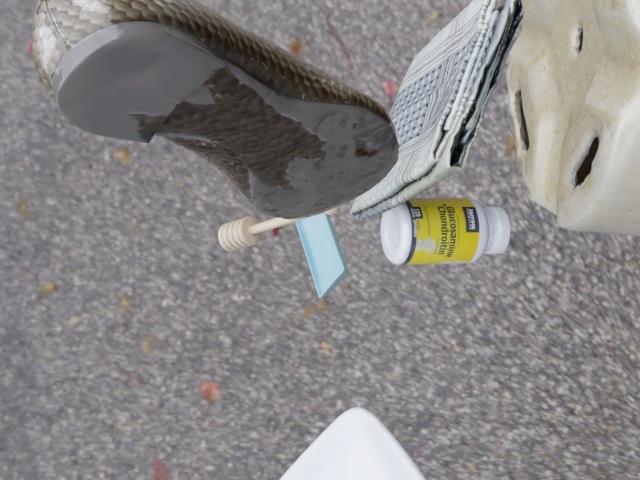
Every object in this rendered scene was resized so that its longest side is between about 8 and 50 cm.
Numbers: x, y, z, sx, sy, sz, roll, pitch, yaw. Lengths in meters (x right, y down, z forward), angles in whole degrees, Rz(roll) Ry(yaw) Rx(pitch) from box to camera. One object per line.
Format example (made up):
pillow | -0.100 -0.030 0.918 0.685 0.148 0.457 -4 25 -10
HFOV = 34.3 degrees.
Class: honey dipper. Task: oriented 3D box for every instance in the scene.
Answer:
honey dipper | -0.039 -0.017 1.009 0.160 0.030 0.030 -14 69 44

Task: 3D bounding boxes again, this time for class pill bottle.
pill bottle | 0.193 -0.015 1.595 0.184 0.103 0.103 -1 71 -19

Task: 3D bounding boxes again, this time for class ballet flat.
ballet flat | -0.037 -0.063 0.470 0.084 0.250 0.058 -39 65 19

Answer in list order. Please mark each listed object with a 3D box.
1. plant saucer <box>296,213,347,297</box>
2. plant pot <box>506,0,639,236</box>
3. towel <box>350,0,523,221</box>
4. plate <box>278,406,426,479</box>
plant saucer | 0.000 0.000 1.612 0.067 0.018 0.192 -51 38 30
plant pot | 0.284 -0.121 0.611 0.305 0.334 0.334 -1 74 -6
towel | 0.158 -0.194 1.465 0.056 0.324 0.312 30 69 -14
plate | -0.001 0.246 0.376 0.278 0.045 0.277 -49 42 6
